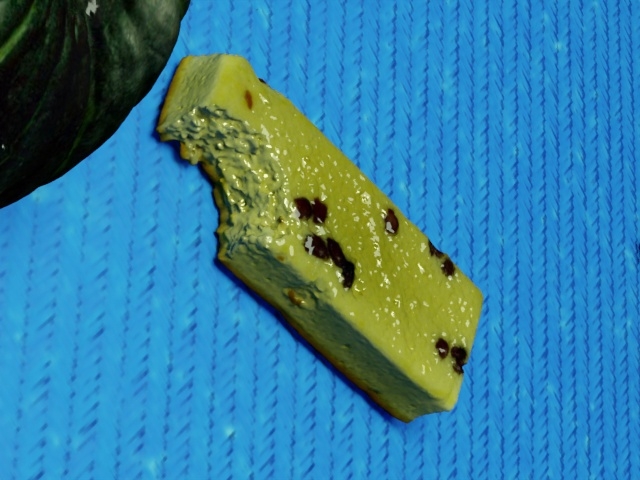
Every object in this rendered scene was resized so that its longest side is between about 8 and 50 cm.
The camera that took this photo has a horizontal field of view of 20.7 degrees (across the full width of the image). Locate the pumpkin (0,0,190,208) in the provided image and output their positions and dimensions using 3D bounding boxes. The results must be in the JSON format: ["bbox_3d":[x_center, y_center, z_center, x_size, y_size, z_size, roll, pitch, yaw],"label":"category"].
[{"bbox_3d":[-0.147,-0.128,0.687,0.250,0.216,0.250,-11,104,-51],"label":"pumpkin"}]

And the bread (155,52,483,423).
[{"bbox_3d":[0.000,0.000,0.931,0.226,0.049,0.088,43,51,-30],"label":"bread"}]
